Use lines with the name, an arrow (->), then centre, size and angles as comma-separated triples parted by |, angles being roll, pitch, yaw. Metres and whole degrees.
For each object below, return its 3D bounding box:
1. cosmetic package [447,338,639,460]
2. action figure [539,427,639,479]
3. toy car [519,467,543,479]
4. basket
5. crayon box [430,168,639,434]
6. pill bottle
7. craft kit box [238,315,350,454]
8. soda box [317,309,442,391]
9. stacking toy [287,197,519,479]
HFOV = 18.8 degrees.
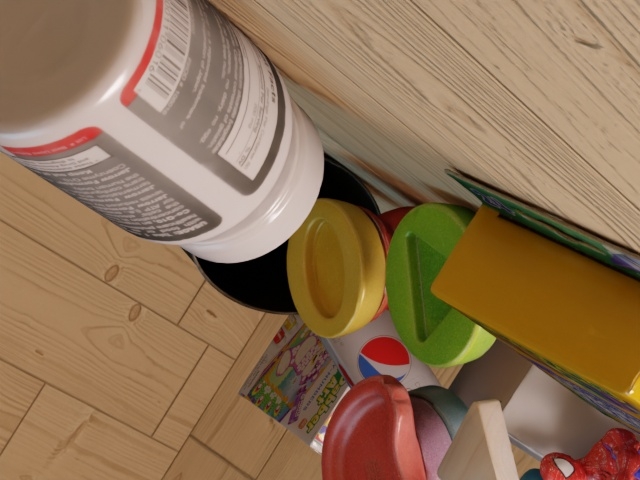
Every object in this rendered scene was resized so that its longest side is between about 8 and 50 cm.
cosmetic package -> 0.254, 0.155, 1.719 | 0.225, 0.138, 0.224 | 32, 177, -7
action figure -> 0.310, 0.219, 1.528 | 0.280, 0.091, 0.139 | 10, -155, 8
toy car -> 0.354, 0.236, 2.049 | 0.219, 0.210, 0.238 | 15, -163, 30
basket -> -0.079, -0.040, 1.854 | 0.204, 0.154, 0.227 | 15, -170, -31
crayon box -> 0.222, 0.080, 1.401 | 0.203, 0.083, 0.323 | 28, 175, 46
pill bottle -> -0.119, -0.092, 1.303 | 0.161, 0.161, 0.283 | 30, 176, 32
craft kit box -> 0.029, 0.114, 2.218 | 0.061, 0.250, 0.247 | 35, 175, -26
soda box -> 0.076, 0.147, 1.779 | 0.216, 0.069, 0.074 | 57, 173, 17
stacking toy -> 0.109, 0.102, 1.612 | 0.130, 0.309, 0.279 | -5, 174, -33
